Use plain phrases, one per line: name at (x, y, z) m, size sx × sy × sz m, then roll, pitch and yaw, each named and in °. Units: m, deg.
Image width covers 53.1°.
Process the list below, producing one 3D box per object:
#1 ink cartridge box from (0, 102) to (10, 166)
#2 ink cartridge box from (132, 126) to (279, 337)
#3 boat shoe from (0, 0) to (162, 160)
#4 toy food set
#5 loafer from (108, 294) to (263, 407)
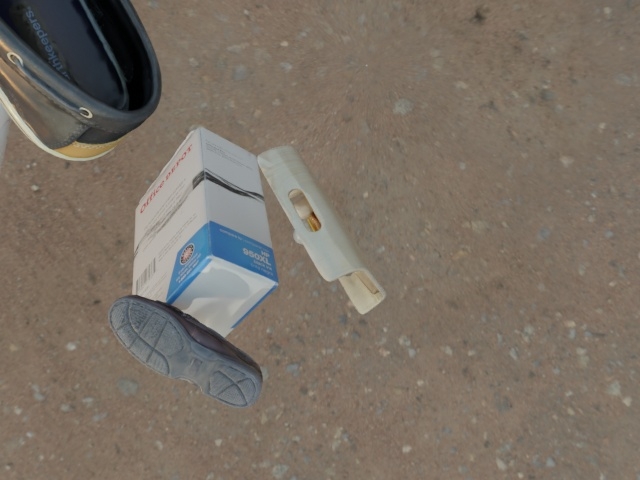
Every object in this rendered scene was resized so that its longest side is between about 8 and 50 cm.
ink cartridge box at (-0.648, -0.241, 1.223) m, size 0.091 × 0.385 × 0.308 m, roll 12°, pitch 80°, yaw -24°
ink cartridge box at (-0.253, 0.001, 1.334) m, size 0.166 × 0.395 × 0.285 m, roll 25°, pitch 125°, yaw -34°
boat shoe at (-0.303, -0.300, 0.569) m, size 0.156 × 0.187 × 0.500 m, roll -1°, pitch 126°, yaw 42°
toy food set at (0.000, 0.000, 1.030) m, size 0.092 × 0.306 × 0.219 m, roll -31°, pitch 71°, yaw 4°
loafer at (-0.237, 0.192, 1.150) m, size 0.302 × 0.095 × 0.109 m, roll 33°, pitch 104°, yaw -4°
